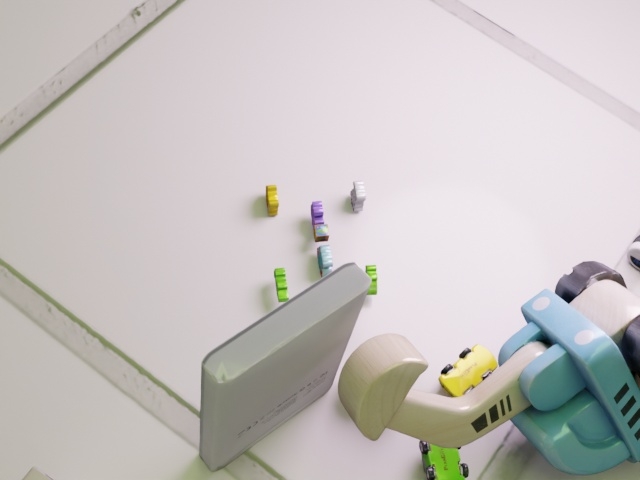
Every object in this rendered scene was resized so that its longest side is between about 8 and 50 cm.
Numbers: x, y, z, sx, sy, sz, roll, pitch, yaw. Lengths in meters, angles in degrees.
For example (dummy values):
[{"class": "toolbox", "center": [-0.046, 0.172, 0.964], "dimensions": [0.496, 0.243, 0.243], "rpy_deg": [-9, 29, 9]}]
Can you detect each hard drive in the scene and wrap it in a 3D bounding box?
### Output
[{"class": "hard drive", "center": [-0.058, 0.181, 1.241], "dimensions": [0.233, 0.353, 0.047], "rpy_deg": [-32, 70, -23]}]

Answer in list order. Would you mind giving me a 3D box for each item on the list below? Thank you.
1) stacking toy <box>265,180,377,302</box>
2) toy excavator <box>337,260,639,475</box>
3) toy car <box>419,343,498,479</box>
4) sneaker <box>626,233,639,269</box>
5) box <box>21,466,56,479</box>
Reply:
[{"class": "stacking toy", "center": [0.000, 0.000, 1.533], "dimensions": [0.167, 0.052, 0.221], "rpy_deg": [-3, 63, -8]}, {"class": "toy excavator", "center": [0.300, 0.215, 1.304], "dimensions": [0.445, 0.433, 0.222], "rpy_deg": [-38, 30, -3]}, {"class": "toy car", "center": [0.167, 0.275, 1.397], "dimensions": [0.239, 0.053, 0.225], "rpy_deg": [-4, 62, -10]}, {"class": "sneaker", "center": [0.650, 0.036, 1.588], "dimensions": [0.217, 0.079, 0.121], "rpy_deg": [35, 63, 13]}, {"class": "box", "center": [-0.409, 0.457, 1.156], "dimensions": [0.121, 0.148, 0.311], "rpy_deg": [32, 60, 11]}]
